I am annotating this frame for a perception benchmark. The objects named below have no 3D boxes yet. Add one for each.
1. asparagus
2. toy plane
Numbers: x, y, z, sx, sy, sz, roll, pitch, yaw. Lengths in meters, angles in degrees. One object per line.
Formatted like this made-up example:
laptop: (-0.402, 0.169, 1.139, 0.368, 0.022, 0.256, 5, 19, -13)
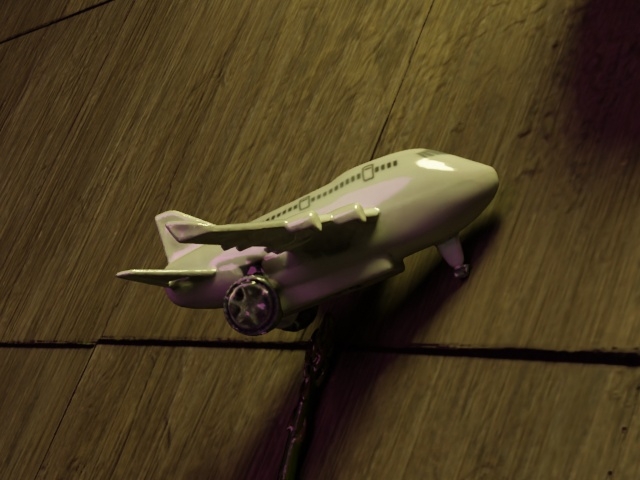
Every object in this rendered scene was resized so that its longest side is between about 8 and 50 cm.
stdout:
asparagus: (-0.022, 0.154, 0.915, 0.023, 0.022, 0.232, -38, 32, 57)
toy plane: (0.001, 0.005, 0.915, 0.255, 0.251, 0.101, -14, 84, 15)
